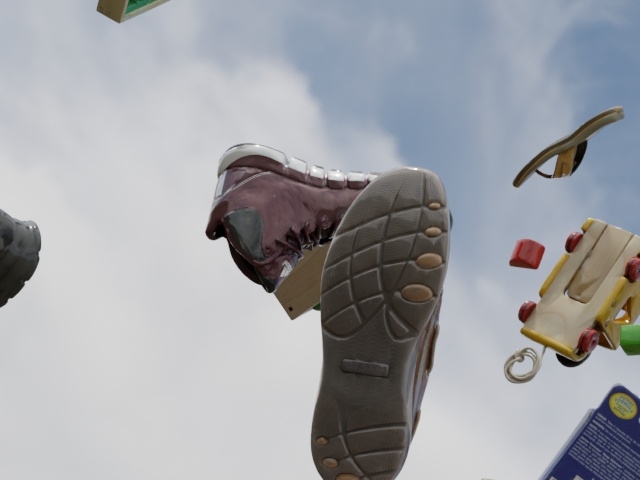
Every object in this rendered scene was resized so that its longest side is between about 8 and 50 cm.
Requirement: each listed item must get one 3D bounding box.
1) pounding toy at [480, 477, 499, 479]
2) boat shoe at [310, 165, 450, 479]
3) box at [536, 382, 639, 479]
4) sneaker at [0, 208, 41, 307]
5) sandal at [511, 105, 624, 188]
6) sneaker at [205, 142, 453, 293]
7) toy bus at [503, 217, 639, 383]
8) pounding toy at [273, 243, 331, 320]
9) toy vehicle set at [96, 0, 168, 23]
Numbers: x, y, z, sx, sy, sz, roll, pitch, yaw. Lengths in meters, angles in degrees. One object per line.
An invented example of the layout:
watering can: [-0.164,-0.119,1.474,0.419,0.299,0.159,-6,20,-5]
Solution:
pounding toy: [0.195,0.296,1.793,0.141,0.130,0.100,11,21,-26]
boat shoe: [0.060,0.087,1.877,0.123,0.324,0.116,13,-2,13]
box: [0.293,0.275,1.988,0.136,0.225,0.036,38,-7,0]
sneaker: [-0.425,0.066,2.009,0.130,0.286,0.109,37,4,-34]
sandal: [0.319,-0.110,2.442,0.180,0.072,0.049,-33,-92,25]
sneaker: [0.000,0.000,2.175,0.281,0.162,0.106,13,-30,9]
toy bus: [0.308,0.079,2.170,0.202,0.191,0.104,-20,-38,17]
pounding toy: [0.054,0.005,2.503,0.206,0.181,0.094,-36,-95,27]
toy vehicle set: [-0.159,-0.368,2.249,0.035,0.267,0.166,29,-58,16]
